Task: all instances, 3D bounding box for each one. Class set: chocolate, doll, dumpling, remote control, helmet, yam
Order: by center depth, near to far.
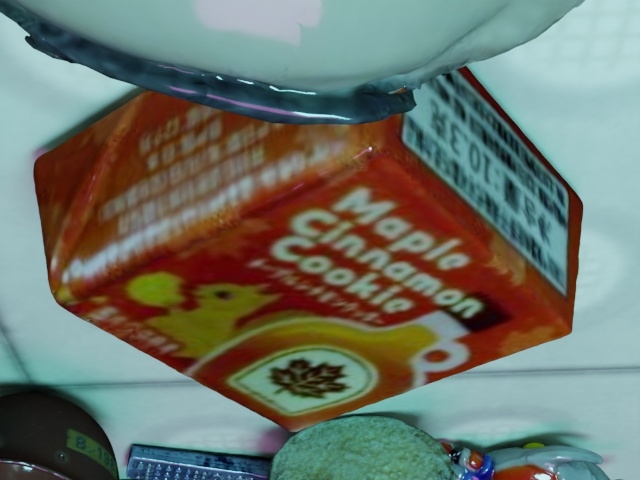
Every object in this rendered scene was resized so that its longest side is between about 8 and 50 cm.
[{"bbox_3d":[-0.034,-0.139,0.335,0.293,0.163,0.204,18,153,-4],"label":"dumpling"},{"bbox_3d":[0.000,0.000,0.583,0.235,0.108,0.237,-24,137,26],"label":"chocolate"},{"bbox_3d":[-0.231,0.171,0.814,0.155,0.106,0.175,-26,136,28],"label":"helmet"},{"bbox_3d":[0.028,0.252,0.892,0.154,0.154,0.254,-1,138,0],"label":"yam"},{"bbox_3d":[0.172,0.211,0.928,0.195,0.062,0.104,3,116,5],"label":"doll"},{"bbox_3d":[-0.095,0.205,0.939,0.153,0.027,0.043,8,148,-11],"label":"remote control"}]
